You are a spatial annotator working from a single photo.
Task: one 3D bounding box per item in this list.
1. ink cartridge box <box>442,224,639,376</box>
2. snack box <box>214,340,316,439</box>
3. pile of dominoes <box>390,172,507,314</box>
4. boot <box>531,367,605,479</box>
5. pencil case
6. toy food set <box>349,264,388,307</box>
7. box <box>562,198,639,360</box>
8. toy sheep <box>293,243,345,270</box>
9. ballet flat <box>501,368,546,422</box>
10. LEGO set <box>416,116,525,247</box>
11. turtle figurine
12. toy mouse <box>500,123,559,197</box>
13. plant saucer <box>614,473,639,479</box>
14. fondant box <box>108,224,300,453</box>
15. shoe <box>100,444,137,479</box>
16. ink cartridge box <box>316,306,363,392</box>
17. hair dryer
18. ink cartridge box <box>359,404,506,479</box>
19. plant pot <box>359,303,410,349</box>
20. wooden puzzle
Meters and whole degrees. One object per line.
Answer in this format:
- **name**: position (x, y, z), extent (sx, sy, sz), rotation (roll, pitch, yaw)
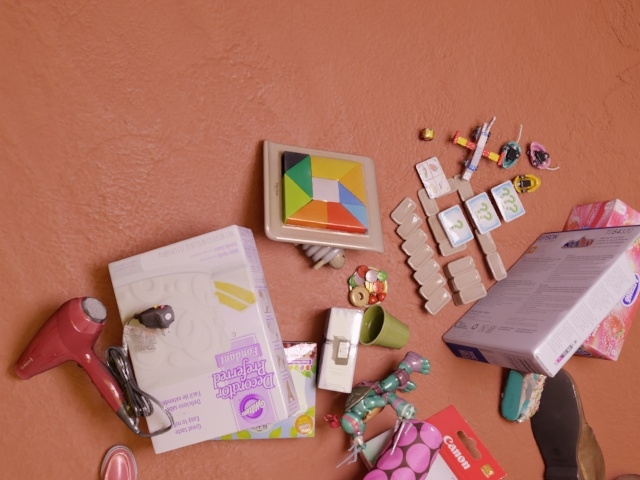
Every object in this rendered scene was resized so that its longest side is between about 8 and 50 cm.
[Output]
- **ink cartridge box**: position (0.429, 0.107, 1.476), extent (0.330, 0.324, 0.071), rotation (-42, 100, -15)
- **snack box**: position (-0.114, 0.271, 1.424), extent (0.206, 0.070, 0.175), rotation (3, 85, -16)
- **pile of dominoes**: position (0.253, 0.010, 1.589), extent (0.195, 0.040, 0.251), rotation (-20, 85, -17)
- **boot**: position (0.521, 0.406, 1.621), extent (0.115, 0.112, 0.306), rotation (-11, 93, -39)
- **pencil case**: position (0.133, 0.418, 1.399), extent (0.209, 0.098, 0.095), rotation (-47, 122, -30)
- **toy food set**: position (0.095, 0.090, 1.528), extent (0.083, 0.020, 0.083), rotation (3, 86, -17)
- **box**: position (0.565, 0.082, 1.614), extent (0.142, 0.154, 0.300), rotation (29, 77, -15)
- **toy sheep**: position (0.000, 0.000, 1.472), extent (0.091, 0.091, 0.132), rotation (-40, 94, -16)
- **ballet flat**: position (0.425, 0.257, 1.574), extent (0.077, 0.091, 0.241), rotation (-3, 117, -37)
- **LEGO set**: position (0.299, -0.133, 1.571), extent (0.182, 0.060, 0.244), rotation (-24, 89, -14)
- **turtle figurine**: position (0.106, 0.306, 1.428), extent (0.118, 0.175, 0.234), rotation (52, 50, -2)
- **toy mouse**: position (0.428, -0.172, 1.646), extent (0.160, 0.031, 0.143), rotation (-13, 91, -18)
- **plant saucer**: position (0.661, 0.599, 1.657), extent (0.198, 0.036, 0.199), rotation (-2, 95, -24)
- **fondant box**: position (-0.197, 0.164, 1.322), extent (0.238, 0.096, 0.331), rotation (-17, 84, 9)
- **shoe**: position (-0.346, 0.445, 1.333), extent (0.063, 0.081, 0.178), rotation (5, 85, -18)
- **ink cartridge box**: position (0.034, 0.201, 1.452), extent (0.063, 0.109, 0.151), rotation (10, 83, -3)
- **hair dryer**: position (-0.377, 0.204, 1.273), extent (0.293, 0.080, 0.224), rotation (3, 90, 19)
- **ink cartridge box**: position (0.214, 0.420, 1.480), extent (0.224, 0.056, 0.181), rotation (-26, 54, -16)
- **plant pot**: position (0.128, 0.176, 1.510), extent (0.079, 0.083, 0.083), rotation (25, 79, -27)
- **wooden puzzle**: position (0.008, -0.087, 1.451), extent (0.238, 0.044, 0.221), rotation (9, 55, -19)
